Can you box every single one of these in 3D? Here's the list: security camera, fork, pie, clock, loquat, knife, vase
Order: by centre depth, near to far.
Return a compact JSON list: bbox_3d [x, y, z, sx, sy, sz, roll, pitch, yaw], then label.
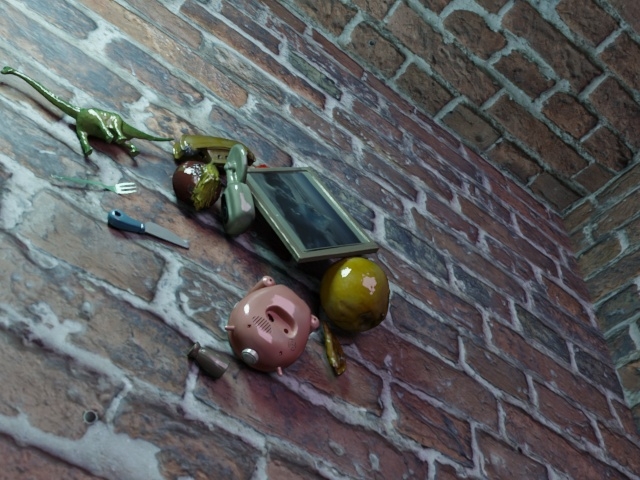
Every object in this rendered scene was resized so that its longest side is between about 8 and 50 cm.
[{"bbox_3d":[-0.279,0.296,1.521,0.101,0.053,0.053,37,34,-6],"label":"vase"},{"bbox_3d":[-0.137,0.240,1.659,0.227,0.142,0.241,43,37,-4],"label":"clock"},{"bbox_3d":[-0.618,-0.155,1.670,0.235,0.021,0.039,5,46,-42],"label":"fork"},{"bbox_3d":[-0.471,-0.032,1.692,0.244,0.032,0.058,21,32,-38],"label":"knife"},{"bbox_3d":[0.044,0.336,1.844,0.088,0.033,0.191,34,30,-44],"label":"pie"},{"bbox_3d":[-0.270,-0.164,1.902,0.080,0.157,0.301,1,63,-26],"label":"security camera"},{"bbox_3d":[0.108,0.165,1.928,0.244,0.244,0.243,28,37,-24],"label":"loquat"}]

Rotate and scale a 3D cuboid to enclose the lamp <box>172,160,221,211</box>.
[{"bbox_3d":[-0.366,-0.177,1.857,0.157,0.135,0.156,44,33,1],"label":"lamp"}]

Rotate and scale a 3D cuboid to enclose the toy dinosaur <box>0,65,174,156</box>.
[{"bbox_3d":[-0.671,-0.375,1.805,0.447,0.087,0.300,-5,51,-51],"label":"toy dinosaur"}]

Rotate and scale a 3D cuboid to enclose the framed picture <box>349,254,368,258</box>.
[{"bbox_3d":[0.000,0.000,2.047,0.217,0.017,0.274,1,22,-47],"label":"framed picture"}]

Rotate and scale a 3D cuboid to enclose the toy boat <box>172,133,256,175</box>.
[{"bbox_3d":[-0.343,-0.280,2.038,0.321,0.089,0.121,0,60,-49],"label":"toy boat"}]

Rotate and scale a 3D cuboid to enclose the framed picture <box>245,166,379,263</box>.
[{"bbox_3d":[-0.052,-0.098,1.991,0.326,0.028,0.446,-7,45,-40],"label":"framed picture"}]

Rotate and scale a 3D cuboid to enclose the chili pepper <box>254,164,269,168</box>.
[{"bbox_3d":[-0.215,-0.220,2.129,0.073,0.070,0.123,17,36,7],"label":"chili pepper"}]
